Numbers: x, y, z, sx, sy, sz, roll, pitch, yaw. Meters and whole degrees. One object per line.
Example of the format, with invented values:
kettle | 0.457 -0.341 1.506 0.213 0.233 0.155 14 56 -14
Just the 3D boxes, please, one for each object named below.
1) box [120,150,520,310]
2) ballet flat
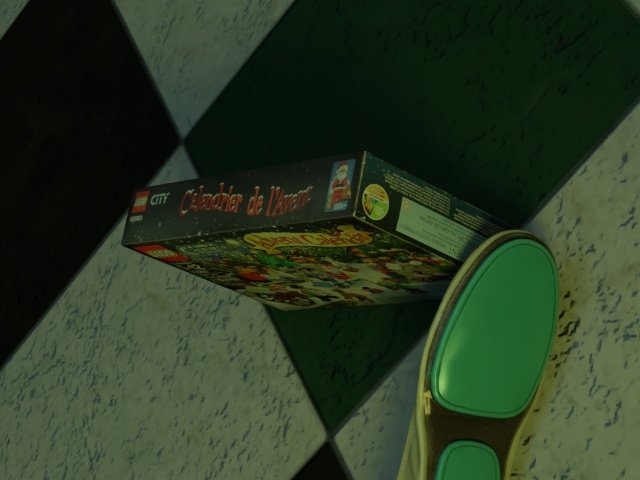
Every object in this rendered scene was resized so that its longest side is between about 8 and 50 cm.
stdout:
box | 0.000 0.000 1.128 0.233 0.159 0.044 -7 67 47
ballet flat | 0.084 0.114 1.049 0.086 0.086 0.248 5 77 49
